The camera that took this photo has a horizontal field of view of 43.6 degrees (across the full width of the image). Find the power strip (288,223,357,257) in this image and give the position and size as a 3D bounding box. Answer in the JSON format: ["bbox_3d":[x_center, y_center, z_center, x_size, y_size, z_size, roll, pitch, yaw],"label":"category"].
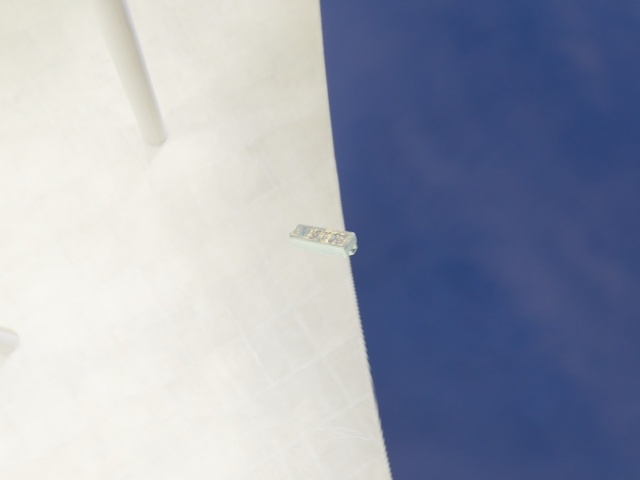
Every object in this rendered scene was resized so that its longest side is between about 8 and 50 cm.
[{"bbox_3d":[0.000,0.000,0.852,0.083,0.017,0.027,11,-135,29],"label":"power strip"}]
